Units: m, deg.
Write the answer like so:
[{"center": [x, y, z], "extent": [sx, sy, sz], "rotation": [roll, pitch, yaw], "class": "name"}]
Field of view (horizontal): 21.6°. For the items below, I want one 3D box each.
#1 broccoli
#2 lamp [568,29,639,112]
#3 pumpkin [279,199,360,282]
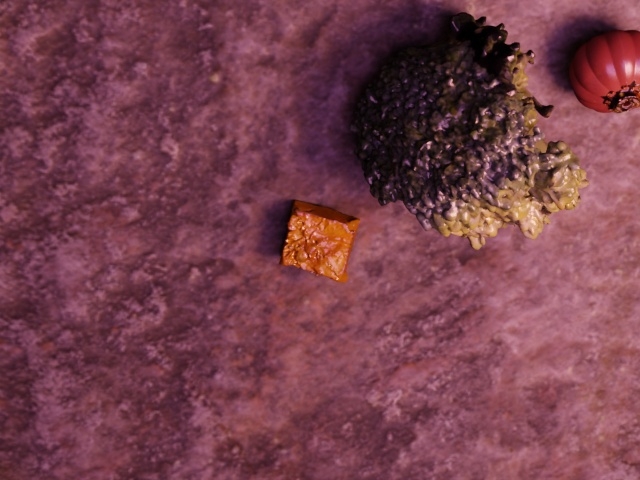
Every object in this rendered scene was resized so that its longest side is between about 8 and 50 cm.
[{"center": [0.184, -0.111, 1.800], "extent": [0.243, 0.263, 0.247], "rotation": [26, 72, -50], "class": "broccoli"}, {"center": [0.328, -0.186, 1.847], "extent": [0.107, 0.092, 0.107], "rotation": [-7, 148, -4], "class": "lamp"}, {"center": [0.000, 0.000, 1.867], "extent": [0.083, 0.054, 0.074], "rotation": [17, 104, 3], "class": "pumpkin"}]
